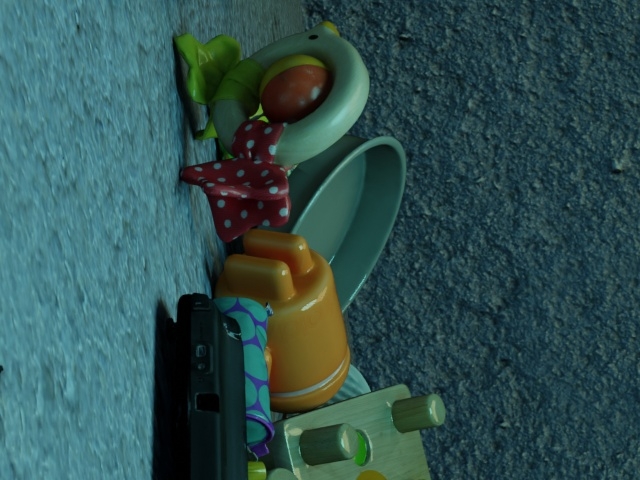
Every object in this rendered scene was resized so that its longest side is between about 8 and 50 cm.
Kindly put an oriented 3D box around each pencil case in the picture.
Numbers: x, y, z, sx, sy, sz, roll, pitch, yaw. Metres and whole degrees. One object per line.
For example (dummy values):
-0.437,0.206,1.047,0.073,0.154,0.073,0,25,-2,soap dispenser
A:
-0.076,0.124,1.344,0.151,0.064,0.070,-94,158,-44,pencil case

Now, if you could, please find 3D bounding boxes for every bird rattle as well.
-0.051,-0.131,1.426,0.143,0.207,0.253,56,9,-35,bird rattle

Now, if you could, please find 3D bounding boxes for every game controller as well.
-0.091,0.197,1.128,0.166,0.067,0.319,97,-8,-45,game controller

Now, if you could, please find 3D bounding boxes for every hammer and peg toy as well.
0.021,0.303,1.469,0.361,0.127,0.265,-9,85,-57,hammer and peg toy

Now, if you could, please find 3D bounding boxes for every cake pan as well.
0.000,0.000,1.688,0.293,0.054,0.293,-48,156,-30,cake pan

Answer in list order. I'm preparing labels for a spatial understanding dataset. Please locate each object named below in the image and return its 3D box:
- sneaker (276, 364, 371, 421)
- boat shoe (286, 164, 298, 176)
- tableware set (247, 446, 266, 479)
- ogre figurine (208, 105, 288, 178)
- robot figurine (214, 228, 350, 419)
0.007,0.330,1.712,0.150,0.135,0.365,94,-3,-74,sneaker
-0.041,-0.036,2.097,0.068,0.072,0.190,-91,171,-64,boat shoe
-0.065,0.259,1.256,0.104,0.024,0.154,-142,-129,-61,tableware set
-0.062,-0.115,1.680,0.197,0.118,0.096,73,10,-58,ogre figurine
-0.039,0.093,1.502,0.158,0.128,0.219,-112,-173,-52,robot figurine
